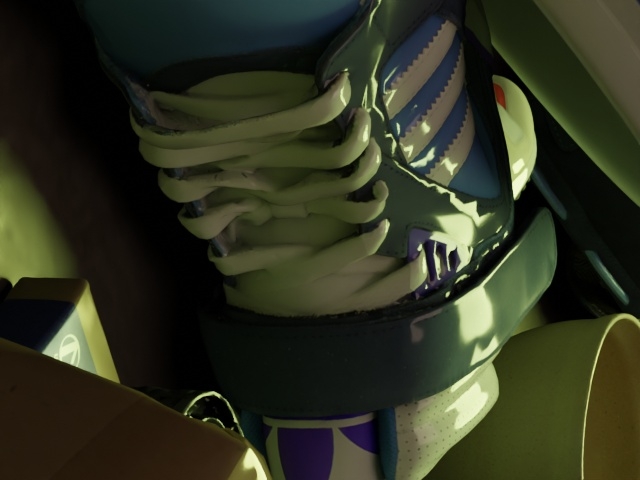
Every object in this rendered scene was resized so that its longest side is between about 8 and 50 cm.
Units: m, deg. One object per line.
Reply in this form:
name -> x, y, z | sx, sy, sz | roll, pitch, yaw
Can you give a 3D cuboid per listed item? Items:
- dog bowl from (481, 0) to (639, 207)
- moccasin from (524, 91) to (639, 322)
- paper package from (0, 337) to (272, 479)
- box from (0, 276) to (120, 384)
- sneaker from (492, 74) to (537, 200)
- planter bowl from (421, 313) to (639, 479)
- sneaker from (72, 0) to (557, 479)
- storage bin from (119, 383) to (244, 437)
dog bowl -> 0.115, -0.133, 0.825 | 0.104, 0.265, 0.265 | -39, 146, 2
moccasin -> 0.206, -0.002, 1.198 | 0.342, 0.117, 0.138 | 59, 28, -41
paper package -> -0.134, 0.208, 0.344 | 0.325, 0.168, 0.309 | -54, 149, -40
box -> -0.120, 0.129, 0.609 | 0.225, 0.036, 0.136 | -53, 138, -48
sneaker -> 0.066, -0.046, 0.956 | 0.161, 0.057, 0.075 | -59, 148, -41
planter bowl -> 0.107, 0.118, 0.992 | 0.162, 0.109, 0.162 | -1, 90, -66
sneaker -> 0.000, 0.000, 0.732 | 0.323, 0.130, 0.236 | 21, 67, -70
storage bin -> -0.064, 0.140, 0.585 | 0.122, 0.084, 0.180 | -62, 143, -42
